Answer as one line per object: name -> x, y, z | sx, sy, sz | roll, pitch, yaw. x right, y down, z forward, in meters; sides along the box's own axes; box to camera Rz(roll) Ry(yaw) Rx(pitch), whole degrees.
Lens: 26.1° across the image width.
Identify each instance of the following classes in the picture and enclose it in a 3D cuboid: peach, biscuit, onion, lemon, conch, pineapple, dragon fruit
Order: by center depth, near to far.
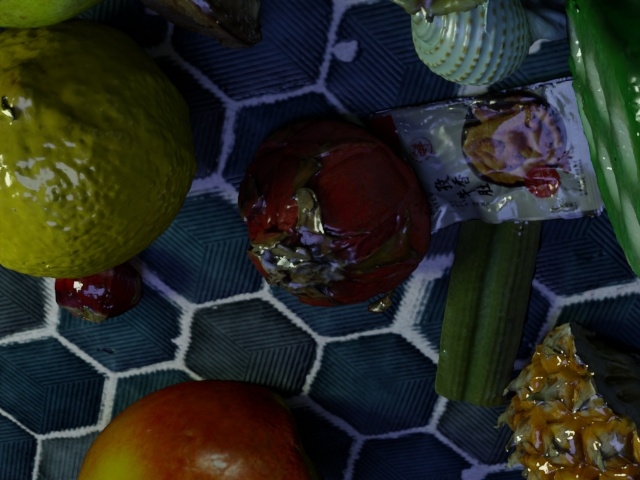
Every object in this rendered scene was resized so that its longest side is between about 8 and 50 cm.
conch -> 0.164, -0.236, 1.305 | 0.131, 0.200, 0.172 | 30, 123, 32
lemon -> -0.259, -0.088, 1.406 | 0.268, 0.268, 0.322 | 5, 169, 6
dragon fruit -> -0.002, -0.004, 1.481 | 0.218, 0.148, 0.224 | 25, 128, 9
biscuit -> 0.196, 0.074, 1.607 | 0.099, 0.038, 0.322 | 10, 130, 6
onion -> -0.263, 0.050, 1.637 | 0.107, 0.097, 0.107 | 4, 172, 0
pineapple -> 0.342, 0.300, 1.651 | 0.344, 0.209, 0.286 | 29, 128, -15
peach -> -0.136, 0.346, 1.722 | 0.380, 0.306, 0.242 | -5, 134, 20

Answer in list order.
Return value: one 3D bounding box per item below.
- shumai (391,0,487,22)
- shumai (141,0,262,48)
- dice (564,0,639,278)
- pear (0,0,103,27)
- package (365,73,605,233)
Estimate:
shumai -> 0.029, -0.366, 1.092 | 0.395, 0.348, 0.395 | 8, 129, 10
shumai -> -0.111, -0.249, 1.383 | 0.139, 0.105, 0.123 | 55, 162, -19
dice -> 0.389, -0.124, 1.216 | 0.300, 0.297, 0.287 | -14, 132, 0
pear -> -0.258, -0.306, 1.273 | 0.269, 0.212, 0.212 | -29, 119, 25
package -> 0.177, -0.084, 1.474 | 0.239, 0.030, 0.154 | -8, 109, 23
